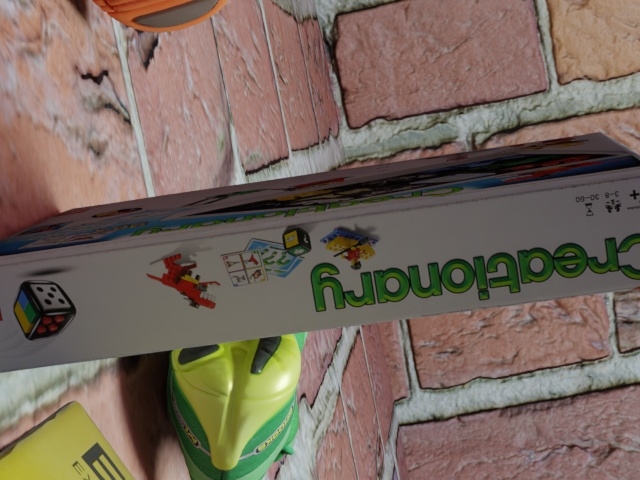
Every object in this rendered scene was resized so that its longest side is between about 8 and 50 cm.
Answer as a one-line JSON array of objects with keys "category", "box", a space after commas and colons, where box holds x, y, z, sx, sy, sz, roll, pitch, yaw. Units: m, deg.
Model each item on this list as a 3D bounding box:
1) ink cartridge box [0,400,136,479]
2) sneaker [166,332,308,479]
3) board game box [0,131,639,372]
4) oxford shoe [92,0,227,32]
[{"category": "ink cartridge box", "box": [-0.041, 0.207, 0.473, 0.303, 0.072, 0.307, 54, 9, -2]}, {"category": "sneaker", "box": [-0.063, 0.090, 0.910, 0.295, 0.109, 0.123, -74, 174, -77]}, {"category": "board game box", "box": [0.000, 0.000, 0.617, 0.193, 0.305, 0.053, -58, 140, -79]}, {"category": "oxford shoe", "box": [-0.132, -0.282, 0.742, 0.363, 0.130, 0.132, 72, 4, -47]}]
